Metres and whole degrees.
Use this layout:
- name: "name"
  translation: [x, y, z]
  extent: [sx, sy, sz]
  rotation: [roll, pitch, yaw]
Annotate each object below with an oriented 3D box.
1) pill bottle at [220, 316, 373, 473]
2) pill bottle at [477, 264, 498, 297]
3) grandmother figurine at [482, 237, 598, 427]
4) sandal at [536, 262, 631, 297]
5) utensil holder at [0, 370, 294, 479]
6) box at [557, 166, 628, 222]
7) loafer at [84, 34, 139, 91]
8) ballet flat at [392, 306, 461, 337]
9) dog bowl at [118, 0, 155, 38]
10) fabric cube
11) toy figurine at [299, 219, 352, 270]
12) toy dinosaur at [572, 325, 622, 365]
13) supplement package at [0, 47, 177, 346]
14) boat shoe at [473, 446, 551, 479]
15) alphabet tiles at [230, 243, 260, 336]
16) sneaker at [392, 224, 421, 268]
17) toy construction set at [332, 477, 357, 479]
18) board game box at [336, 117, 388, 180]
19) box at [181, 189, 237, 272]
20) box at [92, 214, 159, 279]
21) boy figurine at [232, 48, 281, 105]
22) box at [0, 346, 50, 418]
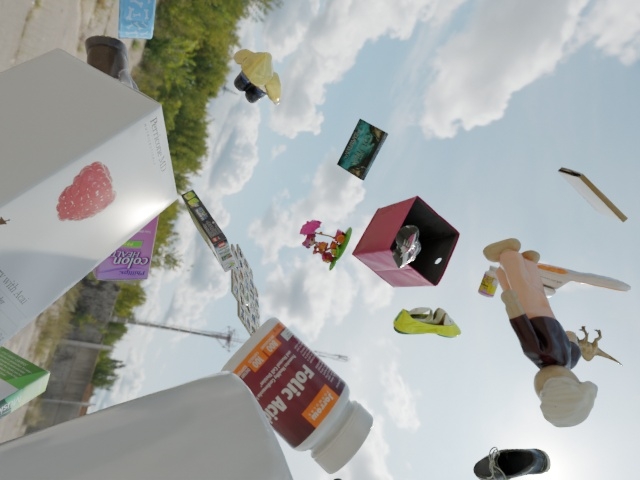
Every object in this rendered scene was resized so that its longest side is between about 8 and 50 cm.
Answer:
- name: "pill bottle"
  translation: [-0.062, 0.419, 1.128]
  extent: [0.224, 0.392, 0.224]
  rotation: [-48, 174, -7]
- name: "pill bottle"
  translation: [0.460, 0.110, 1.117]
  extent: [0.043, 0.043, 0.083]
  rotation: [36, -68, 63]
- name: "grandmother figurine"
  translation: [0.397, 0.160, 0.748]
  extent: [0.342, 0.208, 0.104]
  rotation: [-84, -159, -43]
- name: "sandal"
  translation: [0.549, 0.100, 0.951]
  extent: [0.265, 0.102, 0.076]
  rotation: [14, -84, 29]
- name: "utensil holder"
  translation: [-0.234, 0.341, 0.406]
  extent: [0.327, 0.385, 0.327]
  rotation: [29, -55, 54]
- name: "box"
  translation: [0.855, -0.148, 1.304]
  extent: [0.021, 0.201, 0.164]
  rotation: [-45, -174, 17]
- name: "loafer"
  translation: [-0.611, -0.429, 1.203]
  extent: [0.366, 0.134, 0.130]
  rotation: [140, -55, -70]
- name: "ballet flat"
  translation: [0.306, 0.221, 1.136]
  extent: [0.077, 0.231, 0.077]
  rotation: [-133, -125, -61]
- name: "dog bowl"
  translation: [-0.441, -0.572, 0.989]
  extent: [0.297, 0.074, 0.166]
  rotation: [-125, -135, -52]
- name: "fabric cube"
  translation: [0.333, 0.018, 1.622]
  extent: [0.254, 0.259, 0.258]
  rotation: [-60, -161, -21]
- name: "toy figurine"
  translation: [0.000, 0.000, 1.419]
  extent: [0.130, 0.159, 0.173]
  rotation: [-89, -156, -70]
- name: "toy dinosaur"
  translation: [0.761, 0.297, 1.164]
  extent: [0.053, 0.183, 0.092]
  rotation: [144, -39, -65]
- name: "supplement package"
  translation: [-0.343, -0.061, 0.488]
  extent: [0.293, 0.175, 0.177]
  rotation: [-52, 166, -35]
- name: "boat shoe"
  translation: [0.554, 0.674, 1.237]
  extent: [0.254, 0.079, 0.095]
  rotation: [-39, -146, 45]
- name: "alphabet tiles"
  translation: [-0.273, 0.186, 1.511]
  extent: [0.342, 0.011, 0.285]
  rotation: [-103, 176, -46]
- name: "sneaker"
  translation: [0.280, 0.011, 1.290]
  extent: [0.072, 0.077, 0.178]
  rotation: [61, -21, 28]
- name: "toy construction set"
  translation: [0.040, 0.895, 1.316]
  extent: [0.151, 0.328, 0.215]
  rotation: [11, -66, 60]
- name: "board game box"
  translation: [0.149, -0.326, 1.483]
  extent: [0.126, 0.026, 0.186]
  rotation: [38, -68, 29]
- name: "box"
  translation: [-0.283, -0.026, 1.046]
  extent: [0.207, 0.036, 0.114]
  rotation: [49, -22, 33]
- name: "box"
  translation: [-0.495, -0.054, 1.016]
  extent: [0.213, 0.117, 0.243]
  rotation: [28, -71, 47]
- name: "boy figurine"
  translation: [-0.174, -0.453, 1.154]
  extent: [0.092, 0.177, 0.285]
  rotation: [-44, -161, -2]
- name: "box"
  translation: [-0.710, 0.280, 0.731]
  extent: [0.058, 0.232, 0.322]
  rotation: [-66, 173, 17]
